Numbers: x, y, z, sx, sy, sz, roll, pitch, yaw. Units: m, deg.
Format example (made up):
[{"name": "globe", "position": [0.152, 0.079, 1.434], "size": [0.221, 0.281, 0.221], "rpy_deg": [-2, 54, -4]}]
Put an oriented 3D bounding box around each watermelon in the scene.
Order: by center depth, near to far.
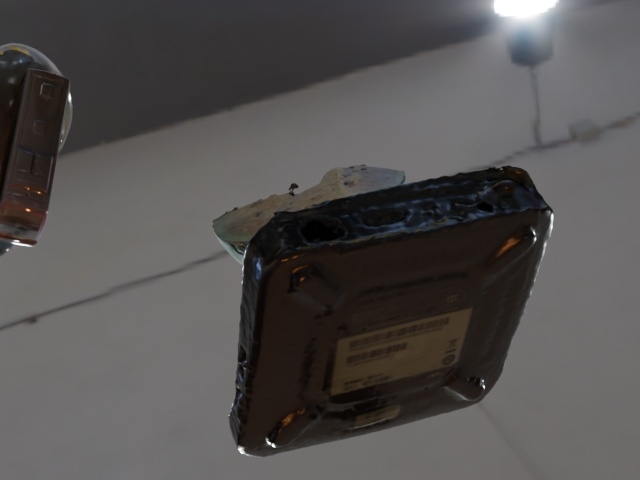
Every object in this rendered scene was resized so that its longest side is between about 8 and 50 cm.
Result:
[{"name": "watermelon", "position": [0.003, 0.005, 1.932], "size": [0.322, 0.175, 0.188], "rpy_deg": [-23, -156, 9]}]

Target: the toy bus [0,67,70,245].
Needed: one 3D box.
[{"name": "toy bus", "position": [-0.284, -0.083, 1.185], "size": [0.057, 0.072, 0.172], "rpy_deg": [14, -120, -20]}]

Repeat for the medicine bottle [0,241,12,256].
[{"name": "medicine bottle", "position": [-0.590, 0.020, 1.917], "size": [0.203, 0.083, 0.083], "rpy_deg": [-24, -154, 19]}]

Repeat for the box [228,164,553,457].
[{"name": "box", "position": [0.076, 0.090, 1.342], "size": [0.359, 0.350, 0.091], "rpy_deg": [-11, -135, -20]}]

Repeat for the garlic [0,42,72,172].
[{"name": "garlic", "position": [-0.408, -0.136, 1.330], "size": [0.237, 0.210, 0.292], "rpy_deg": [-33, -140, 35]}]
